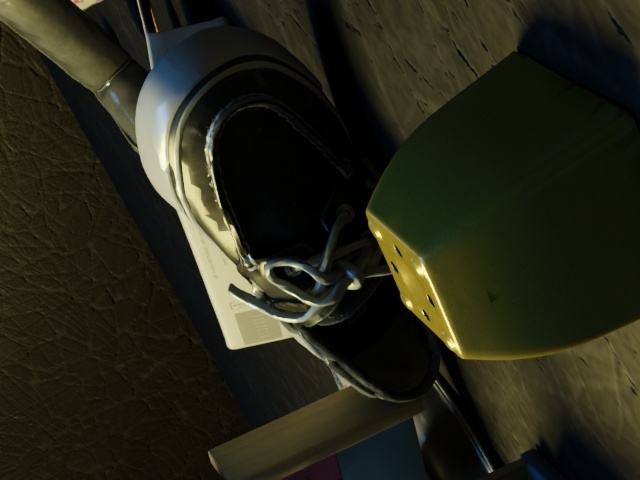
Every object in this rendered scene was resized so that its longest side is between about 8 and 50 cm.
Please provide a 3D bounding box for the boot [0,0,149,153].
[{"bbox_3d":[-0.211,-0.172,1.321,0.189,0.076,0.208,34,168,40],"label":"boot"}]

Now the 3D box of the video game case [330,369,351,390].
[{"bbox_3d":[0.051,0.157,1.341,0.157,0.019,0.143,50,167,42],"label":"video game case"}]

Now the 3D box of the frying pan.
[{"bbox_3d":[0.126,0.223,1.075,0.326,0.053,0.197,62,172,4],"label":"frying pan"}]

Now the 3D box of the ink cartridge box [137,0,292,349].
[{"bbox_3d":[-0.085,-0.086,1.137,0.296,0.066,0.261,81,176,-67],"label":"ink cartridge box"}]

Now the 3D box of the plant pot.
[{"bbox_3d":[0.067,-0.004,0.523,0.081,0.083,0.081,43,162,57],"label":"plant pot"}]

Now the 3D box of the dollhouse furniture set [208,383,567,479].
[{"bbox_3d":[0.027,0.263,0.868,0.303,0.286,0.198,41,150,58],"label":"dollhouse furniture set"}]

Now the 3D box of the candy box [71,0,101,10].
[{"bbox_3d":[-0.282,-0.329,1.394,0.196,0.070,0.165,57,171,15],"label":"candy box"}]

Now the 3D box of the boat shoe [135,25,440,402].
[{"bbox_3d":[-0.003,0.003,0.843,0.105,0.113,0.306,44,166,38],"label":"boat shoe"}]
